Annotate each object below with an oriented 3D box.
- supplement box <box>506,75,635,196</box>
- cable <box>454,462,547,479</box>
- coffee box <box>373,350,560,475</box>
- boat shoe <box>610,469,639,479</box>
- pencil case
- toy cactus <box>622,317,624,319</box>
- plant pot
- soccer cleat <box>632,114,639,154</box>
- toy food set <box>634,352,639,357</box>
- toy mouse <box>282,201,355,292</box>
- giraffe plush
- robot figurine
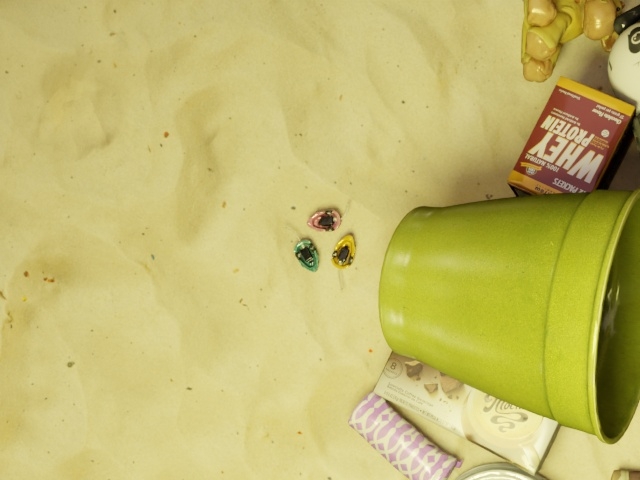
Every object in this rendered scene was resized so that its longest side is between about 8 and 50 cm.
[{"bbox_3d":[0.414,-0.137,1.746,0.129,0.194,0.191,27,91,18],"label":"supplement box"},{"bbox_3d":[0.299,0.499,1.754,0.257,0.089,0.257,-42,74,8],"label":"cable"},{"bbox_3d":[0.261,0.245,1.783,0.297,0.119,0.168,26,90,18],"label":"coffee box"},{"bbox_3d":[0.516,0.505,1.684,0.092,0.103,0.285,-8,75,20],"label":"boat shoe"},{"bbox_3d":[0.144,0.343,1.826,0.206,0.086,0.088,40,61,15],"label":"pencil case"},{"bbox_3d":[0.545,0.068,1.745,0.180,0.112,0.219,-1,80,-2],"label":"toy cactus"},{"bbox_3d":[0.289,0.082,1.587,0.353,0.366,0.366,9,86,29],"label":"plant pot"},{"bbox_3d":[0.597,-0.074,1.658,0.116,0.108,0.318,-30,95,24],"label":"soccer cleat"},{"bbox_3d":[0.568,0.202,1.700,0.232,0.111,0.104,-40,74,8],"label":"toy food set"},{"bbox_3d":[0.000,0.000,1.939,0.143,0.031,0.161,15,87,18],"label":"toy mouse"},{"bbox_3d":[0.431,-0.376,1.810,0.170,0.181,0.210,1,49,7],"label":"giraffe plush"},{"bbox_3d":[0.591,-0.302,1.699,0.278,0.209,0.173,-28,107,-16],"label":"robot figurine"}]
